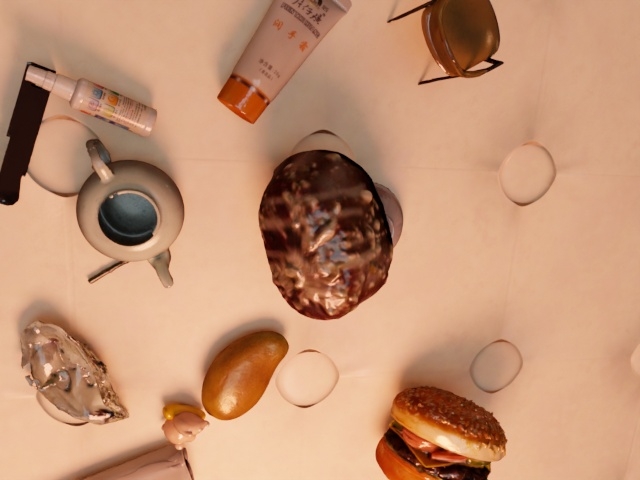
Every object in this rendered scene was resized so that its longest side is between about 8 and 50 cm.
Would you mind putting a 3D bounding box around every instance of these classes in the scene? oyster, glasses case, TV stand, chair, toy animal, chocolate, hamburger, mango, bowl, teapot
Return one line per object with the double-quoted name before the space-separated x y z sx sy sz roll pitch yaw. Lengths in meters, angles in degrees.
"oyster" -0.487 0.270 1.083 0.252 0.087 0.199 23 108 -12
"glasses case" -0.426 0.551 1.181 0.309 0.083 0.128 -19 115 -9
"TV stand" -0.535 -0.189 0.966 0.040 0.049 0.256 18 99 -21
"chair" 0.251 -0.386 1.012 0.173 0.247 0.158 -34 111 -5
"toy animal" -0.291 0.407 1.166 0.091 0.114 0.081 19 88 -50
"chocolate" 0.000 0.000 1.028 0.226 0.210 0.339 -10 102 25
"hamburger" 0.280 0.464 1.239 0.291 0.291 0.224 20 91 -19
"mango" -0.166 0.286 1.169 0.136 0.099 0.227 45 83 -16
"bowl" 0.106 -0.029 1.158 0.189 0.086 0.188 -4 105 -14
"teapot" -0.354 -0.053 1.007 0.193 0.129 0.294 -27 110 -7

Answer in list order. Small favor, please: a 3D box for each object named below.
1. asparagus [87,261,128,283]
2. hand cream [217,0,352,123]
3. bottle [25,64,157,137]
"asparagus" -0.392 0.044 1.086 0.163 0.016 0.016 -27 84 -6
"hand cream" -0.070 -0.369 1.026 0.140 0.089 0.314 32 88 -23
"bottle" -0.402 -0.251 0.955 0.217 0.060 0.060 21 99 -32
